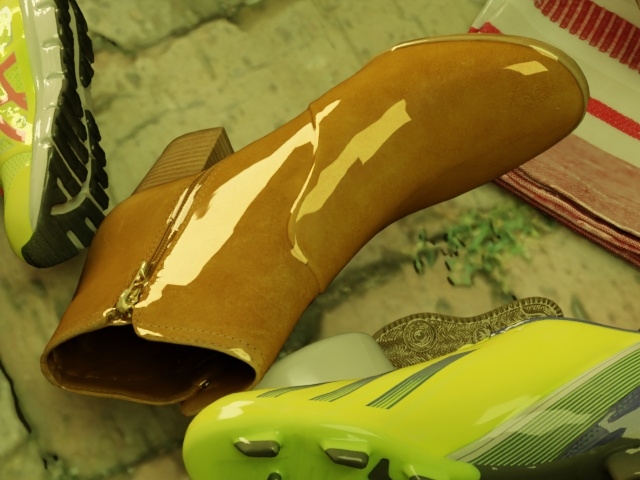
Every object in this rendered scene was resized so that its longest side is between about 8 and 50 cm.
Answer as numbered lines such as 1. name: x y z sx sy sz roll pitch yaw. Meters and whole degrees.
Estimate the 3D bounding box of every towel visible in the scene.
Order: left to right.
1. towel: 0.235 -0.139 1.156 0.237 0.037 0.329 30 63 3

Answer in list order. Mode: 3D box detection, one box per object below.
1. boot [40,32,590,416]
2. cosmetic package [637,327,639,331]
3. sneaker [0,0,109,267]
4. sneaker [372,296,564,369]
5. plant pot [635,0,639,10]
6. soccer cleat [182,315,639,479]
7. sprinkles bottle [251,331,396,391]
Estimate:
1. boot: -0.001 -0.001 0.925 0.295 0.104 0.211 -13 34 25
2. cosmetic package: 0.354 0.135 0.957 0.365 0.155 0.197 44 83 9
3. sneaker: -0.185 -0.065 1.018 0.094 0.081 0.208 -15 52 8
4. sneaker: 0.084 0.066 1.017 0.118 0.067 0.042 -10 74 -7
5. plant pot: 0.303 -0.224 1.097 0.237 0.237 0.110 3 31 -10
6. soccer cleat: 0.075 0.092 0.858 0.289 0.093 0.121 -2 43 -4
7. sprinkles bottle: 0.066 0.224 0.902 0.121 0.121 0.355 -25 72 -21
